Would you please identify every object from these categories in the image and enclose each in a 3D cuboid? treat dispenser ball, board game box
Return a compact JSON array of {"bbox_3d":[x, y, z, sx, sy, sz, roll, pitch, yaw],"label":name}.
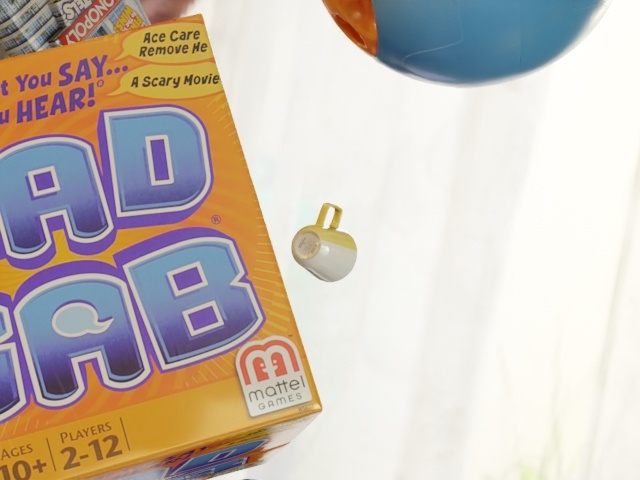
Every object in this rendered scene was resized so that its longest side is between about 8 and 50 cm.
[{"bbox_3d":[0.127,-0.276,1.600,0.288,0.288,0.288,10,1,0],"label":"treat dispenser ball"},{"bbox_3d":[-0.241,0.058,1.637,0.356,0.356,0.356,-15,-10,-13],"label":"board game box"},{"bbox_3d":[-0.277,-0.257,2.117,0.060,0.194,0.194,-13,-57,42],"label":"board game box"}]

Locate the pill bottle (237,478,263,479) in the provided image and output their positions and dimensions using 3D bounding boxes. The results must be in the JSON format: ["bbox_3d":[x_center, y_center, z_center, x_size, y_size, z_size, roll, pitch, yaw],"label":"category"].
[{"bbox_3d":[-0.041,0.370,1.904,0.130,0.130,0.245,9,27,-40],"label":"pill bottle"}]

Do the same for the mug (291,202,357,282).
[{"bbox_3d":[-0.003,0.003,2.006,0.062,0.078,0.064,-20,-19,22],"label":"mug"}]
